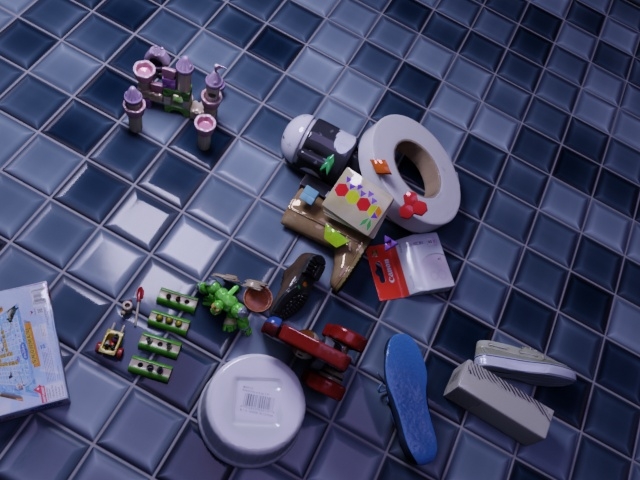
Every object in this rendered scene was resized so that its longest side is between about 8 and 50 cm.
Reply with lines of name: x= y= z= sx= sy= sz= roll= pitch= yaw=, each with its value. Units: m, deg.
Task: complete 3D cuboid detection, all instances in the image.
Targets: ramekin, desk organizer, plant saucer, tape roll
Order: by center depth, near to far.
ramekin: x=-0.168 y=0.422 z=1.574 sx=0.277 sy=0.135 sz=0.277 roll=6 pitch=62 yaw=-11
plant saucer: x=-0.178 y=0.166 z=1.775 sx=0.083 sy=0.013 sz=0.084 roll=6 pitch=61 yaw=-11
desk organizer: x=-0.002 y=-0.151 z=1.961 sx=0.130 sy=0.050 sz=0.047 roll=30 pitch=60 yaw=3
tape roll: x=0.287 y=-0.212 z=1.968 sx=0.391 sy=0.072 sz=0.392 roll=20 pitch=55 yaw=-32

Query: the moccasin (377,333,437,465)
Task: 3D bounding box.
moccasin: x=0.218 y=0.427 z=1.679 sx=0.137 sy=0.117 sz=0.342 roll=2 pitch=66 yaw=-12

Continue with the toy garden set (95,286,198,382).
toy garden set: x=-0.459 y=0.228 z=1.653 sx=0.203 sy=0.049 sz=0.244 roll=18 pitch=60 yaw=-4

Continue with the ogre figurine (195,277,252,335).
ogre figurine: x=-0.261 y=0.170 z=1.692 sx=0.096 sy=0.118 sz=0.197 roll=-22 pitch=70 yaw=-23

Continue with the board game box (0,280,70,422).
board game box: x=-0.807 y=0.286 z=1.527 sx=0.317 sy=0.066 sz=0.319 roll=-12 pitch=67 yaw=-19

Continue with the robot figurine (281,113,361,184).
robot figurine: x=0.010 y=-0.280 z=1.966 sx=0.278 sy=0.209 sz=0.174 roll=27 pitch=77 yaw=0

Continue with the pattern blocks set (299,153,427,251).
pattern blocks set: x=0.113 y=-0.106 z=1.806 sx=0.325 sy=0.026 sz=0.285 roll=43 pitch=95 yaw=13

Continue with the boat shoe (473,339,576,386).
boat shoe: x=0.596 y=0.354 z=1.815 sx=0.302 sy=0.109 sz=0.094 roll=12 pitch=59 yaw=-4

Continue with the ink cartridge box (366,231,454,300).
ink cartridge box: x=0.274 y=0.078 z=1.910 sx=0.232 sy=0.066 sz=0.189 roll=-5 pitch=64 yaw=-21

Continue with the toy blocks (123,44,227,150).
toy blocks: x=-0.433 y=-0.491 z=1.914 sx=0.288 sy=0.260 sz=0.309 roll=13 pitch=61 yaw=-6

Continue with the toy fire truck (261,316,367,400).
toy fire truck: x=-0.035 y=0.274 z=1.599 sx=0.253 sy=0.302 sz=0.170 roll=26 pitch=80 yaw=-3

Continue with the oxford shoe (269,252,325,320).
oxford shoe: x=-0.079 y=0.133 z=1.787 sx=0.227 sy=0.096 sz=0.083 roll=-53 pitch=128 yaw=-16

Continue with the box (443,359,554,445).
box: x=0.493 y=0.452 z=1.735 sx=0.275 sy=0.113 sz=0.094 roll=31 pitch=59 yaw=2

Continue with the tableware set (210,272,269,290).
tableware set: x=-0.218 y=0.113 z=1.716 sx=0.141 sy=0.168 sz=0.020 roll=12 pitch=88 yaw=5

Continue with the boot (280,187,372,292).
boot: x=0.000 y=0.000 z=1.870 sx=0.269 sy=0.089 sz=0.236 roll=29 pitch=67 yaw=9
